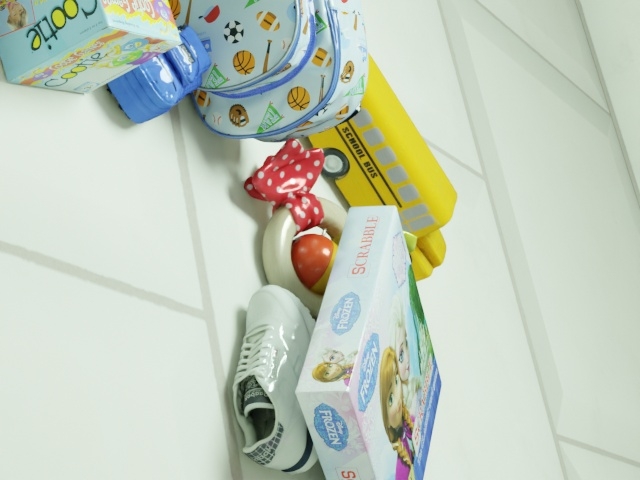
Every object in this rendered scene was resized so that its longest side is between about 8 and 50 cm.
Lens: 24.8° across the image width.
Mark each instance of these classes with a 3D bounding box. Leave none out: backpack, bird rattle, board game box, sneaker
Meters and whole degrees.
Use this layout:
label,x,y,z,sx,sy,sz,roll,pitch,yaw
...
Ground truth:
label,x,y,z,sx,sy,sz,roll,pitch,yaw
backpack,-0.193,-0.200,1.694,0.098,0.101,0.120,55,30,-8
bird rattle,0.000,0.000,1.874,0.253,0.143,0.207,41,51,-36
backpack,-0.064,-0.256,1.822,0.213,0.276,0.263,-16,89,-59
board game box,0.069,0.178,1.764,0.319,0.066,0.318,-74,154,-46
board game box,-0.281,-0.317,1.570,0.142,0.144,0.275,1,68,-63
sneaker,-0.057,0.151,1.679,0.095,0.090,0.235,23,47,-43

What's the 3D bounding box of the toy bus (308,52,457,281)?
label,x,y,z,sx,sy,sz,roll,pitch,yaw
toy bus,0.094,-0.101,2.122,0.333,0.130,0.108,56,27,-21
